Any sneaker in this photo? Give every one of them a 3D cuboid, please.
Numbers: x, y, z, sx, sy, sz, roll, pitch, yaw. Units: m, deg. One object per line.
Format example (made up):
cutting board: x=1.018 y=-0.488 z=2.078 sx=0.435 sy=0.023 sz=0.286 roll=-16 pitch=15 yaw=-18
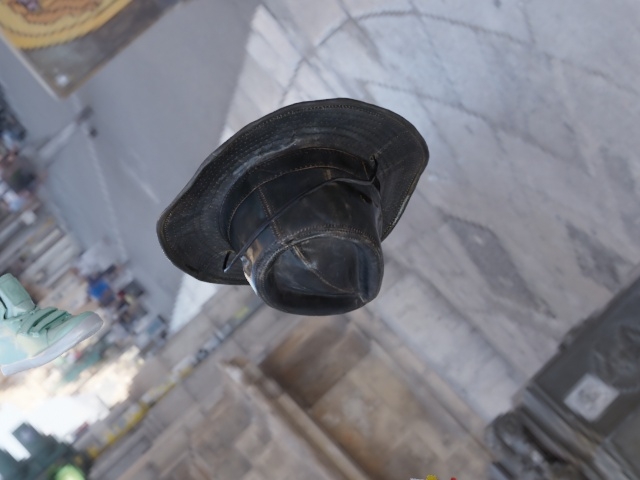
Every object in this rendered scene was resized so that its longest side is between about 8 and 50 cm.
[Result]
sneaker: x=-0.456 y=0.118 z=1.827 sx=0.256 sy=0.094 sz=0.151 roll=-21 pitch=98 yaw=40

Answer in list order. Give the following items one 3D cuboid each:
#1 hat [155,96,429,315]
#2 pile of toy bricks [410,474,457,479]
hat: x=0.000 y=0.000 z=1.229 sx=0.134 sy=0.331 sz=0.331 roll=62 pitch=179 yaw=30
pile of toy bricks: x=0.124 y=0.365 z=1.244 sx=0.105 sy=0.212 sz=0.118 roll=0 pitch=128 yaw=29
